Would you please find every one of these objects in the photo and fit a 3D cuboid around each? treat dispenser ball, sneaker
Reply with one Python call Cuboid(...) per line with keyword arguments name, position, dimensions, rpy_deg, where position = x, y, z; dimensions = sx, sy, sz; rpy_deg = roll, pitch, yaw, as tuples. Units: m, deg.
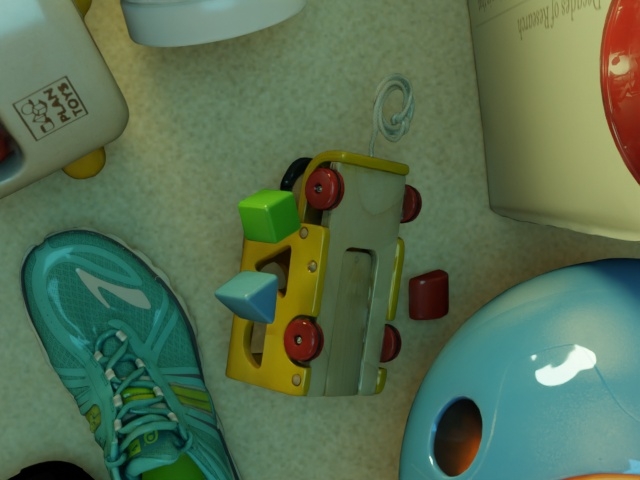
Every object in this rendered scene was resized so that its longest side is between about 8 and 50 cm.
Cuboid(name="treat dispenser ball", position=(0.194, 0.155, 0.773), dimensions=(0.288, 0.288, 0.288), rpy_deg=(0, 92, -6))
Cuboid(name="sneaker", position=(-0.116, 0.115, 0.826), dimensions=(0.107, 0.110, 0.275), rpy_deg=(-27, 94, -4))

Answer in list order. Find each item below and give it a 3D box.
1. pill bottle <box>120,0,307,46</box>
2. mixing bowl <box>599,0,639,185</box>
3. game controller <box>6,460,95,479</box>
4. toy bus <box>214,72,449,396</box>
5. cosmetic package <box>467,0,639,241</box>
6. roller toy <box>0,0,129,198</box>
Cuboid(name="pill bottle", position=(-0.099, -0.294, 0.753), dimensions=(0.181, 0.181, 0.323), rpy_deg=(-14, 115, -5))
Cuboid(name="mixing bowl", position=(0.225, -0.081, 0.536), dimensions=(0.181, 0.098, 0.181), rpy_deg=(0, 93, -4))
Cuboid(name="game controller", position=(-0.260, 0.289, 0.804), dimensions=(0.319, 0.067, 0.166), rpy_deg=(-33, 93, -20))
Cuboid(name="toy bus", position=(-0.005, 0.011, 0.838), dimensions=(0.202, 0.104, 0.191), rpy_deg=(-49, 130, -33))
Cuboid(name="cosmetic package", position=(0.277, -0.220, 0.748), dimensions=(0.329, 0.327, 0.394), rpy_deg=(-8, 94, -6))
Cuboid(name="roller toy", position=(-0.211, -0.127, 0.766), dimensions=(0.146, 0.191, 0.209), rpy_deg=(-27, 95, -4))
